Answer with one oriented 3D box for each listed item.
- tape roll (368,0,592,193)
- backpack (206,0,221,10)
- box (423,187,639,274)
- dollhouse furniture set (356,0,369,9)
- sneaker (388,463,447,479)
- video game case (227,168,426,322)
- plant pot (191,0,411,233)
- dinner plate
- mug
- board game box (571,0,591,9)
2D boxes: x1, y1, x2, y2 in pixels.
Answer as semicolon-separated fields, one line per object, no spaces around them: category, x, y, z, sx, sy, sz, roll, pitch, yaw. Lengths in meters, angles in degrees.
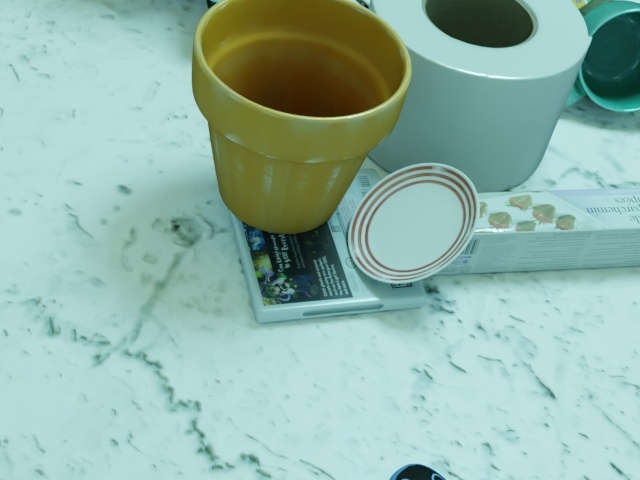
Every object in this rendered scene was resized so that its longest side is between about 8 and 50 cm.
tape roll;0.162;-0.193;1.190;0.246;0.169;0.246;6;46;-7
backpack;-0.053;-0.319;1.289;0.166;0.144;0.188;6;40;2
box;0.261;-0.011;1.107;0.324;0.067;0.063;-3;48;-13
dollhouse furniture set;0.053;-0.273;1.298;0.091;0.114;0.081;-44;69;-1
sneaker;0.115;0.260;0.795;0.081;0.090;0.232;-9;49;-20
video game case;0.000;0.000;1.072;0.173;0.022;0.190;-4;48;-16
plant pot;-0.030;-0.115;1.027;0.205;0.188;0.205;7;46;-7
dinner plate;0.094;-0.016;1.038;0.141;0.017;0.141;-16;51;20
mug;0.362;-0.234;1.299;0.158;0.129;0.097;0;23;-2
board game box;0.295;-0.468;1.436;0.242;0.064;0.316;-36;99;-36
